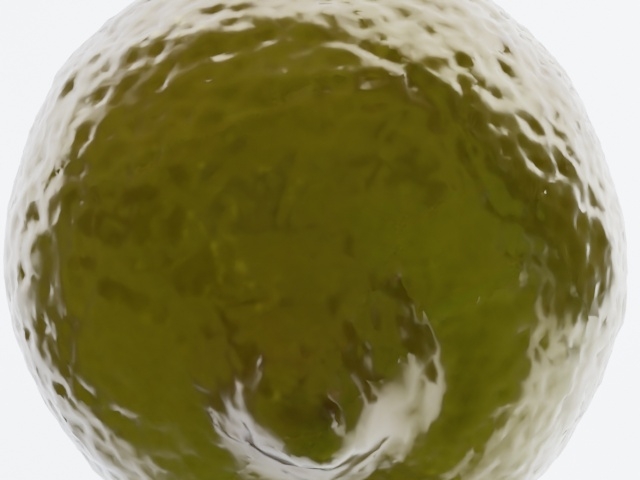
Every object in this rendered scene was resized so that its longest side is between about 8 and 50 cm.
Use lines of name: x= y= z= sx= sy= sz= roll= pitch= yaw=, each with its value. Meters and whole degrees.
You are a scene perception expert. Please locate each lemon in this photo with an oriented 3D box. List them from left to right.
lemon: x=0.000 y=0.000 z=0.470 sx=0.187 sy=0.244 sz=0.187 roll=1 pitch=-73 yaw=3
